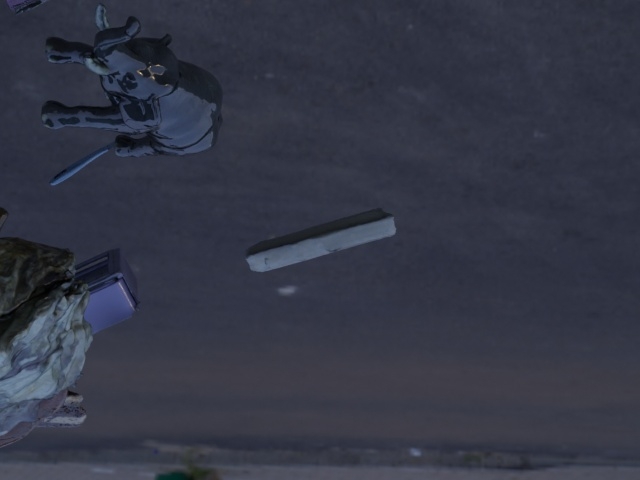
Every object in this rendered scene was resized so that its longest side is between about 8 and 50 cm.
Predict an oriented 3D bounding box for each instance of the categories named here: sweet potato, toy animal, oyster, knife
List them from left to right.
[{"bbox_3d":[-0.255,0.071,0.746,0.162,0.158,0.351,-17,178,-26],"label":"oyster"},{"bbox_3d":[-0.468,0.269,1.485,0.255,0.058,0.078,-25,156,6],"label":"sweet potato"},{"bbox_3d":[-0.441,-0.201,2.135,0.313,0.019,0.044,-33,-159,0],"label":"knife"},{"bbox_3d":[-0.164,-0.130,0.840,0.137,0.082,0.269,2,170,12],"label":"toy animal"}]

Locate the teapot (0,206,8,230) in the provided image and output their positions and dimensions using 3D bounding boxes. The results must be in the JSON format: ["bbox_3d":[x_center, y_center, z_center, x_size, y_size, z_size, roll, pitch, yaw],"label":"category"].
[{"bbox_3d":[-0.579,0.038,1.536,0.267,0.175,0.185,-31,117,17],"label":"teapot"}]

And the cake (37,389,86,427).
[{"bbox_3d":[-0.583,0.317,1.934,0.246,0.135,0.112,25,142,18],"label":"cake"}]

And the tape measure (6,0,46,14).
[{"bbox_3d":[-0.432,-0.490,1.508,0.149,0.245,0.231,-4,123,43],"label":"tape measure"}]

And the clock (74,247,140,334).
[{"bbox_3d":[-0.362,0.093,1.463,0.193,0.073,0.144,-25,-162,-6],"label":"clock"}]

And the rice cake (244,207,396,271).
[{"bbox_3d":[0.000,0.000,1.667,0.256,0.052,0.057,-16,-179,6],"label":"rice cake"}]
